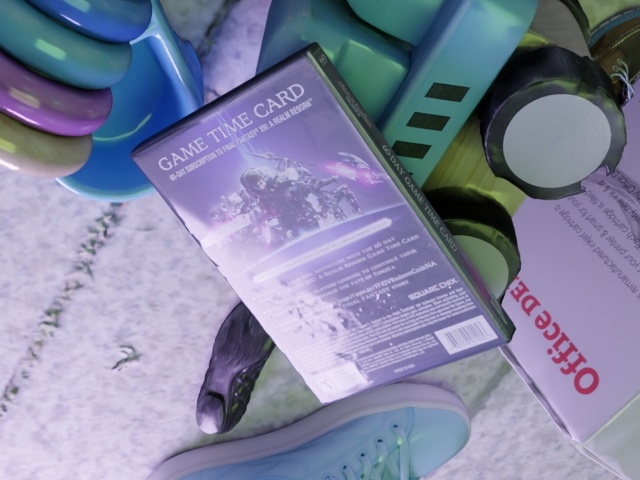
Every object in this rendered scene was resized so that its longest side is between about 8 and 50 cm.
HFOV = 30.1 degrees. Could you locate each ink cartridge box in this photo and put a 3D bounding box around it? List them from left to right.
[{"bbox_3d":[0.353,0.003,1.120,0.395,0.285,0.166,-46,126,11],"label":"ink cartridge box"}]

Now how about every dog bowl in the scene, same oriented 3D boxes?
[{"bbox_3d":[-0.191,-0.155,0.938,0.165,0.074,0.297,-27,126,-3],"label":"dog bowl"}]

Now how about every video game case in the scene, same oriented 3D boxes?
[{"bbox_3d":[0.000,0.000,0.934,0.196,0.026,0.274,-24,110,36],"label":"video game case"}]

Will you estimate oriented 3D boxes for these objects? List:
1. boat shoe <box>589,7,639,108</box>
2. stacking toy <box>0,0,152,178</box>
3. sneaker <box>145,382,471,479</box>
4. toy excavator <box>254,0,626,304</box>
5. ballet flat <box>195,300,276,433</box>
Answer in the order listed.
[{"bbox_3d":[0.263,-0.147,1.124,0.183,0.066,0.066,-37,127,5],"label":"boat shoe"},{"bbox_3d":[-0.138,-0.206,0.784,0.141,0.141,0.330,25,111,-32],"label":"stacking toy"},{"bbox_3d":[0.004,0.270,1.241,0.365,0.150,0.135,-18,127,-10],"label":"sneaker"},{"bbox_3d":[0.026,-0.202,0.915,0.445,0.222,0.433,23,122,-14],"label":"toy excavator"},{"bbox_3d":[-0.080,0.117,1.184,0.057,0.049,0.173,31,111,11],"label":"ballet flat"}]
